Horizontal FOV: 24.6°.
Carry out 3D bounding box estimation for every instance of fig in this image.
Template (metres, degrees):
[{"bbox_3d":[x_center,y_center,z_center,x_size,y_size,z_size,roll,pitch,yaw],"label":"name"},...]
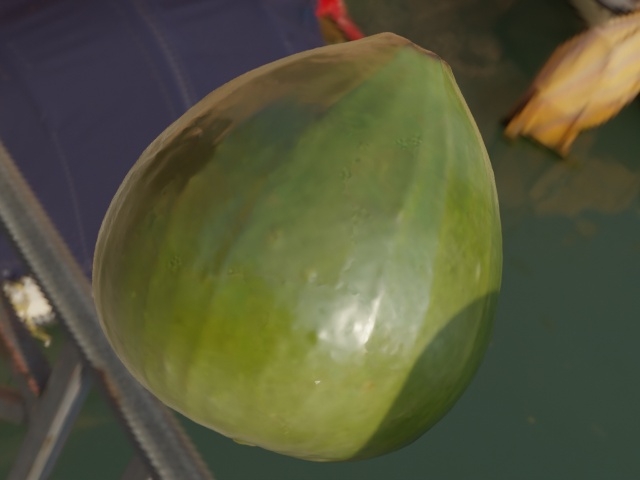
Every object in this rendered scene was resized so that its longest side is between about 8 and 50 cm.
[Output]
[{"bbox_3d":[0.000,0.000,1.062,0.316,0.316,0.316,16,45,-16],"label":"fig"}]
